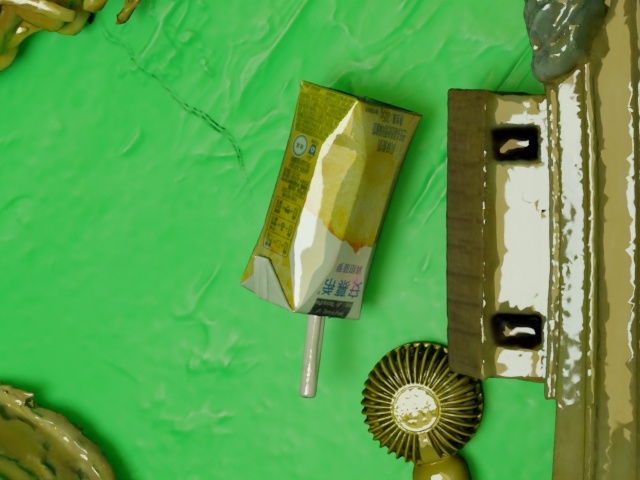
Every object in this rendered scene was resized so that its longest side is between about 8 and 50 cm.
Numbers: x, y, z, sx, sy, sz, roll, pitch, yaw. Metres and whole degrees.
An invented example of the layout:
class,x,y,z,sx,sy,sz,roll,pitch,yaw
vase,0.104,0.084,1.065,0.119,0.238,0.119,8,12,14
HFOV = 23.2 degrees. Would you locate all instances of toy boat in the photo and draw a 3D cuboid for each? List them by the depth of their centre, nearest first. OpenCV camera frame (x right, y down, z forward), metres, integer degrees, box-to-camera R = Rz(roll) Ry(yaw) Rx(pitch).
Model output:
class,x,y,z,sx,sy,sz,roll,pitch,yaw
toy boat,0.154,0.018,0.976,0.162,0.136,0.445,-1,95,18

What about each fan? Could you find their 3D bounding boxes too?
class,x,y,z,sx,sy,sz,roll,pitch,yaw
fan,0.078,0.145,1.049,0.082,0.039,0.155,-16,91,14

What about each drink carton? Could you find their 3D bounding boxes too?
class,x,y,z,sx,sy,sz,roll,pitch,yaw
drink carton,0.000,0.000,1.035,0.074,0.084,0.200,25,101,43

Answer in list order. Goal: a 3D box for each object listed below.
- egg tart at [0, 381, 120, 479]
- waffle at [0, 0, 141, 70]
class,x,y,z,sx,sy,sz,roll,pitch,yaw
egg tart,-0.272,0.251,1.093,0.315,0.120,0.314,-1,87,17
waffle,-0.252,-0.305,1.075,0.380,0.095,0.382,-24,91,12
